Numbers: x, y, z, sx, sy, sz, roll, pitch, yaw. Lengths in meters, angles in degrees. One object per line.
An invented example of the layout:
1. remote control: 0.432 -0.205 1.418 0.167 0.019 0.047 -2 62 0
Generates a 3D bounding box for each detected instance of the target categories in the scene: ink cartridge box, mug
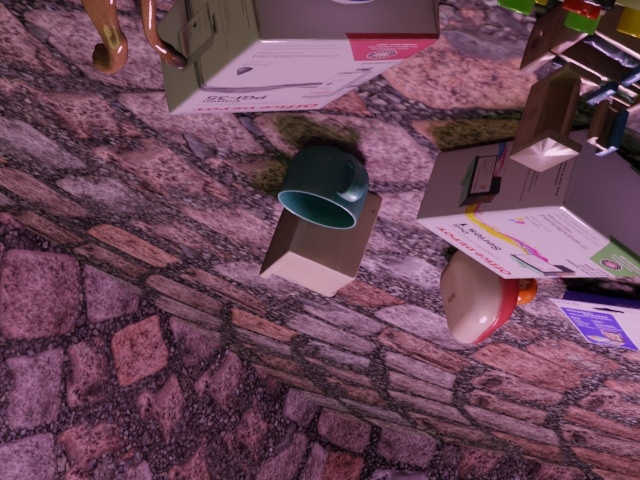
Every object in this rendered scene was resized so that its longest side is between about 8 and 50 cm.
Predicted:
1. ink cartridge box: 0.522 0.134 1.861 0.206 0.045 0.208 7 159 38
2. mug: 0.022 -0.087 1.680 0.157 0.097 0.129 10 159 28
3. ink cartridge box: 0.299 -0.040 1.475 0.201 0.117 0.278 31 160 -30
4. ink cartridge box: -0.034 -0.226 1.170 0.207 0.117 0.283 -6 174 -26

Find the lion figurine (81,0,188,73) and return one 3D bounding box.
1. lion figurine: -0.257 -0.343 1.051 0.392 0.142 0.240 39 152 -5

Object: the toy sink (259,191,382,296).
1. toy sink: 0.000 0.000 1.878 0.131 0.153 0.234 23 162 -10

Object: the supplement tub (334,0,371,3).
1. supplement tub: 0.065 -0.295 0.931 0.144 0.144 0.199 29 160 -25

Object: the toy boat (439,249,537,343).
1. toy boat: 0.300 0.086 1.872 0.151 0.151 0.231 -9 165 -7

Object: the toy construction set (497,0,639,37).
1. toy construction set: 0.286 -0.212 0.867 0.327 0.151 0.215 11 -171 27

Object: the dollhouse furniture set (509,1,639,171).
1. dollhouse furniture set: 0.273 -0.139 1.096 0.129 0.184 0.129 25 162 -13
